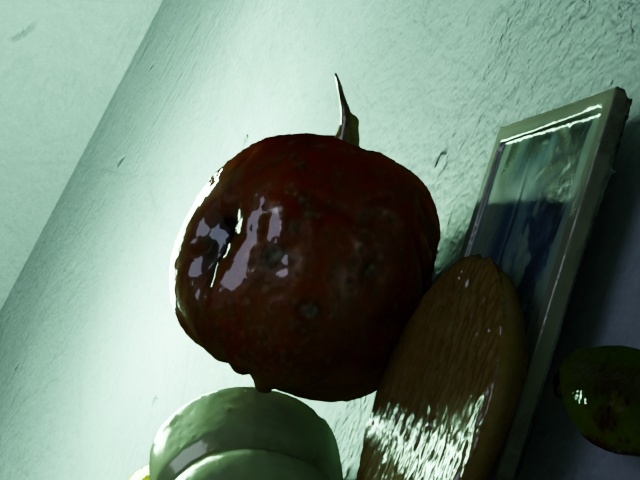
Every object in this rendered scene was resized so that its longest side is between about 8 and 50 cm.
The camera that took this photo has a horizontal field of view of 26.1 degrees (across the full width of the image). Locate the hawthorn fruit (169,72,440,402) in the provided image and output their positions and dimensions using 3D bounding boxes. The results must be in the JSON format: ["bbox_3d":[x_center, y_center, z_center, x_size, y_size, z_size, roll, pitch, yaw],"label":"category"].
[{"bbox_3d":[-0.008,0.023,1.285,0.262,0.258,0.258,-41,18,-13],"label":"hawthorn fruit"}]

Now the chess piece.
[{"bbox_3d":[-0.048,0.312,1.142,0.234,0.234,0.442,-59,19,22],"label":"chess piece"}]

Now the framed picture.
[{"bbox_3d":[0.155,0.038,1.137,0.232,0.024,0.315,165,126,-73],"label":"framed picture"}]

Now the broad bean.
[{"bbox_3d":[0.228,0.107,0.883,0.077,0.061,0.339,-50,18,-15],"label":"broad bean"}]

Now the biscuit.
[{"bbox_3d":[0.095,0.137,1.100,0.262,0.037,0.262,-159,90,-77],"label":"biscuit"}]

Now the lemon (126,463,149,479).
[{"bbox_3d":[-0.181,0.309,1.581,0.133,0.109,0.109,-35,38,38],"label":"lemon"}]
